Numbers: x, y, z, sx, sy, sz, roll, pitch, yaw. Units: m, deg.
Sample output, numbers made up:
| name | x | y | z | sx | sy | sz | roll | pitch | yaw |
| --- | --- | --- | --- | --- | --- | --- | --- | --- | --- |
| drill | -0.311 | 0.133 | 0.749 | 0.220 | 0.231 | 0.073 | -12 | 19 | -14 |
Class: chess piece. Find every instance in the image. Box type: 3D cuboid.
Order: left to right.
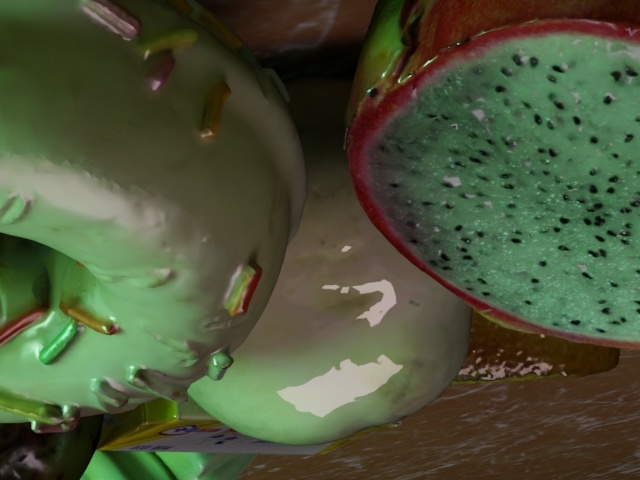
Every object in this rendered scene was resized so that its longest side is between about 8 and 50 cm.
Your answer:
| name | x | y | z | sx | sy | sz | roll | pitch | yaw |
| --- | --- | --- | --- | --- | --- | --- | --- | --- | --- |
| chess piece | -0.109 | 0.196 | 1.879 | 0.298 | 0.176 | 0.176 | -36 | 170 | -19 |

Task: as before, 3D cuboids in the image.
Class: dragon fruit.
| name | x | y | z | sx | sy | sz | roll | pitch | yaw |
| --- | --- | --- | --- | --- | --- | --- | --- | --- | --- |
| dragon fruit | 0.175 | -0.097 | 1.068 | 0.305 | 0.225 | 0.305 | 13 | 146 | 9 |

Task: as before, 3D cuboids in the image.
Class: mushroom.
| name | x | y | z | sx | sy | sz | roll | pitch | yaw |
| --- | --- | --- | --- | --- | --- | --- | --- | --- | --- |
| mushroom | 0.000 | 0.000 | 1.312 | 0.260 | 0.254 | 0.234 | -36 | -160 | 13 |

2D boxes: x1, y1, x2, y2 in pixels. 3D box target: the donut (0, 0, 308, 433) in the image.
| name | x | y | z | sx | sy | sz | roll | pitch | yaw |
| --- | --- | --- | --- | --- | --- | --- | --- | --- | --- |
| donut | -0.193 | -0.014 | 1.065 | 0.383 | 0.142 | 0.382 | 0 | 149 | 0 |

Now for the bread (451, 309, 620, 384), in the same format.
| name | x | y | z | sx | sy | sz | roll | pitch | yaw |
| --- | --- | --- | --- | --- | --- | --- | --- | --- | --- |
| bread | 0.118 | 0.037 | 1.505 | 0.268 | 0.145 | 0.268 | 0 | -179 | 0 |

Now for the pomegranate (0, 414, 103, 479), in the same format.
| name | x | y | z | sx | sy | sz | roll | pitch | yaw |
| --- | --- | --- | --- | --- | --- | --- | --- | --- | --- |
| pomegranate | -0.280 | 0.100 | 1.458 | 0.242 | 0.242 | 0.306 | -9 | -157 | -9 |

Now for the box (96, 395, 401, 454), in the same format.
| name | x | y | z | sx | sy | sz | roll | pitch | yaw |
| --- | --- | --- | --- | --- | --- | --- | --- | --- | --- |
| box | -0.065 | 0.083 | 1.566 | 0.097 | 0.168 | 0.265 | -22 | 162 | 40 |
